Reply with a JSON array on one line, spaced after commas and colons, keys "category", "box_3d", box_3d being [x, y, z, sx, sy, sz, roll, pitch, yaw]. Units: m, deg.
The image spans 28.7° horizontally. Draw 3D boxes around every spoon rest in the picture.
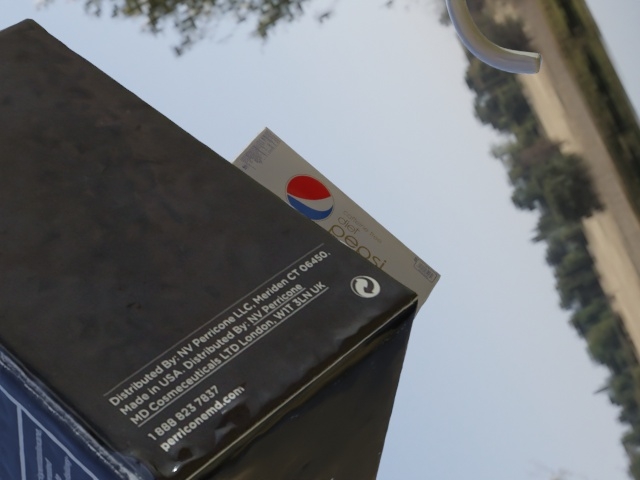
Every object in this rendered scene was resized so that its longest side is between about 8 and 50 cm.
[{"category": "spoon rest", "box_3d": [0.148, -0.282, 1.079, 0.137, 0.084, 0.276, -50, -43, -71]}]

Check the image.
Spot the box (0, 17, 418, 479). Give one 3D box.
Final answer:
[{"category": "box", "box_3d": [-0.127, 0.087, 0.694, 0.294, 0.183, 0.296, 35, 140, 24]}]

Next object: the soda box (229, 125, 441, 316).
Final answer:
[{"category": "soda box", "box_3d": [0.000, 0.000, 1.146, 0.216, 0.074, 0.069, 41, -133, -2]}]
